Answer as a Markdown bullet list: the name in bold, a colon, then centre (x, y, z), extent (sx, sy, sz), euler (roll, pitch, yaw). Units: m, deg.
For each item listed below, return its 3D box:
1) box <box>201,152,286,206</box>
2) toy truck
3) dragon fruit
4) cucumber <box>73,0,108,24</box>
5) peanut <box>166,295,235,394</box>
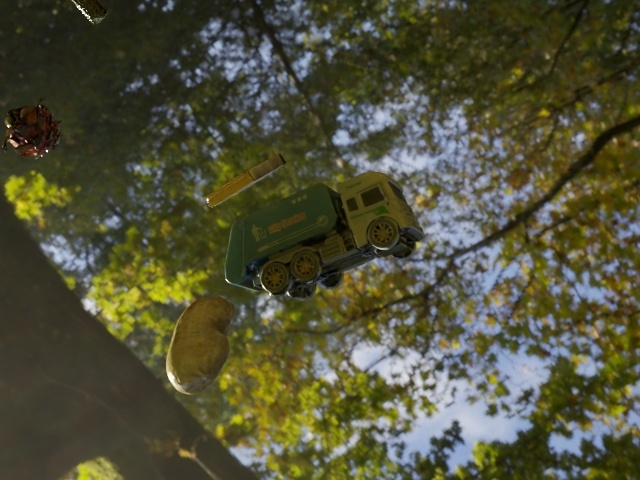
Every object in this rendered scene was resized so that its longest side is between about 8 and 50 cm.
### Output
- **box**: centre (-0.172, -0.136, 2.026), extent (0.129, 0.033, 0.247), euler (-29, -175, 23)
- **toy truck**: centre (0.000, 0.000, 1.647), extent (0.367, 0.146, 0.175), euler (-22, -106, 15)
- **dragon fruit**: centre (-0.648, -0.245, 1.992), extent (0.121, 0.142, 0.130), euler (-14, -123, 12)
- **cucumber**: centre (-0.432, -0.447, 1.529), extent (0.039, 0.163, 0.043), euler (-37, -171, 10)
- **peanut**: centre (-0.264, 0.227, 1.980), extent (0.137, 0.122, 0.253), euler (-4, -134, 9)
